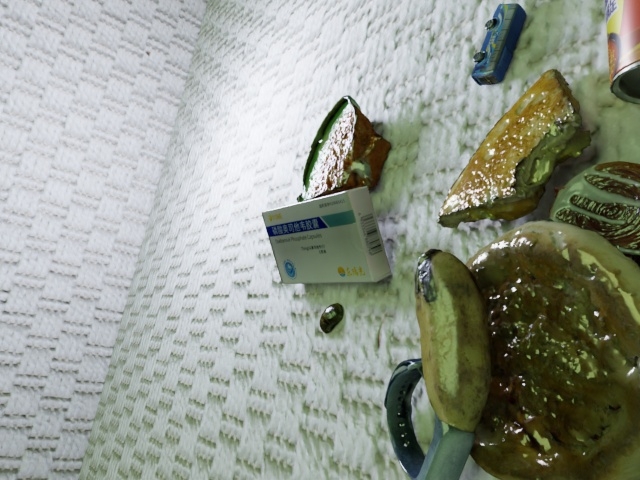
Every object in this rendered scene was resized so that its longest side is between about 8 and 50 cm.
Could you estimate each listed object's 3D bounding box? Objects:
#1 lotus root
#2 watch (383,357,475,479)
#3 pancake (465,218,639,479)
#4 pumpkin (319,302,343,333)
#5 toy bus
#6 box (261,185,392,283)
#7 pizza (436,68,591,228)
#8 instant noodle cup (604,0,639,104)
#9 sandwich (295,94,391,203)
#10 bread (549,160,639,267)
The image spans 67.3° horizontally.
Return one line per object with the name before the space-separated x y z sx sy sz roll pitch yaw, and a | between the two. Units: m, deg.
lotus root | 0.188 0.134 0.681 0.110 0.097 0.258 110 161 -68
watch | 0.165 0.282 0.769 0.193 0.069 0.206 -121 34 -59
pancake | 0.293 0.155 0.653 0.382 0.071 0.381 -17 71 63
pumpkin | 0.019 0.181 1.116 0.083 0.028 0.050 -60 38 22
toy bus | 0.344 -0.379 0.930 0.061 0.051 0.152 19 89 50
box | 0.000 0.000 1.116 0.343 0.065 0.200 -8 101 52
pizza | 0.327 -0.131 0.777 0.323 0.089 0.223 -55 16 10
instant noodle cup | 0.463 -0.279 0.601 0.213 0.213 0.174 -1 82 54
sandwich | 0.066 -0.205 1.181 0.212 0.109 0.291 7 84 46
bread | 0.399 -0.029 0.662 0.160 0.073 0.160 -27 55 46
